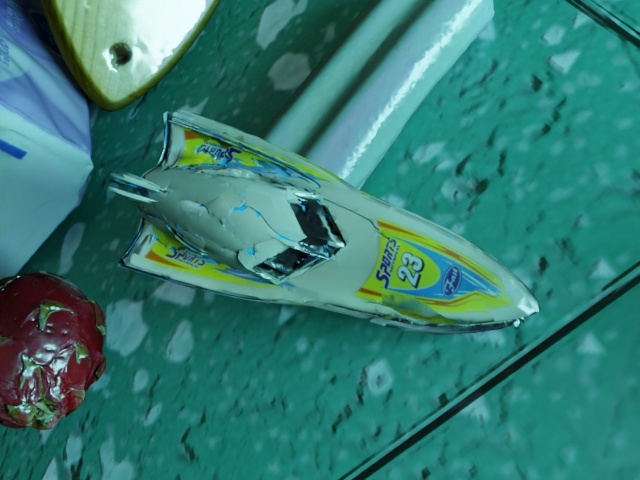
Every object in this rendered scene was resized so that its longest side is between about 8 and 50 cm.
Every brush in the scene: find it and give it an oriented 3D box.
[{"bbox_3d":[-0.170,-0.247,0.585,0.166,0.174,0.266,31,109,63],"label":"brush"}]

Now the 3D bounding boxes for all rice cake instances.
[{"bbox_3d":[0.013,-0.070,0.397,0.221,0.042,0.080,-51,43,1],"label":"rice cake"}]

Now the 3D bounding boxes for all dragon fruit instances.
[{"bbox_3d":[-0.204,0.058,0.469,0.094,0.094,0.190,-56,33,-2],"label":"dragon fruit"}]

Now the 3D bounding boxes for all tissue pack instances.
[{"bbox_3d":[-0.335,-0.124,0.628,0.242,0.160,0.338,-40,45,19],"label":"tissue pack"}]

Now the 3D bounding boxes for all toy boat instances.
[{"bbox_3d":[0.000,0.000,0.326,0.210,0.066,0.084,17,87,17],"label":"toy boat"}]
